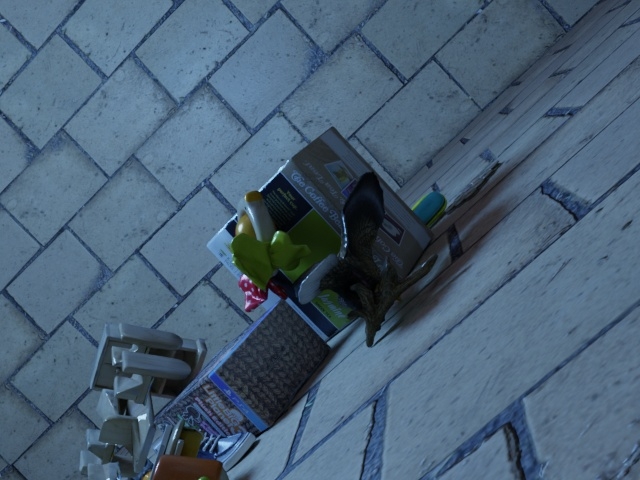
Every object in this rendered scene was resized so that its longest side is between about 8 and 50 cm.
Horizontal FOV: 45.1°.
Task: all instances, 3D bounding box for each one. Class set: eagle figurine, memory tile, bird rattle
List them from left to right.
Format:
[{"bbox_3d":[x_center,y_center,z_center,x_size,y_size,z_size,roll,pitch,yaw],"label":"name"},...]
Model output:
[{"bbox_3d":[-0.108,0.013,1.491,0.143,0.207,0.253,-15,-12,-8],"label":"bird rattle"},{"bbox_3d":[0.057,0.039,1.326,0.226,0.225,0.298,-22,38,-4],"label":"eagle figurine"},{"bbox_3d":[0.348,-0.122,1.760,0.148,0.012,0.113,-45,3,-34],"label":"memory tile"}]

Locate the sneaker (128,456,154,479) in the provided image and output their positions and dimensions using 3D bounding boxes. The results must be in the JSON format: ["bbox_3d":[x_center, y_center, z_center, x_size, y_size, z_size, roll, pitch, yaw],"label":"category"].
[{"bbox_3d":[-0.487,0.613,2.068,0.084,0.083,0.215,-47,2,-28],"label":"sneaker"}]

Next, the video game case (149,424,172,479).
[{"bbox_3d":[-0.258,0.358,1.223,0.087,0.011,0.122,115,171,-68],"label":"video game case"}]

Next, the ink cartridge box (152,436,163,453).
[{"bbox_3d":[-0.296,0.447,1.976,0.296,0.066,0.261,-45,2,-20],"label":"ink cartridge box"}]

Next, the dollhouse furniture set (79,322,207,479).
[{"bbox_3d":[-0.391,0.375,1.804,0.394,0.256,0.362,-128,55,-63],"label":"dollhouse furniture set"}]

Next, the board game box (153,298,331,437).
[{"bbox_3d":[-0.157,0.286,1.519,0.291,0.141,0.232,-42,3,44],"label":"board game box"}]

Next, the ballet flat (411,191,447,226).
[{"bbox_3d":[0.209,-0.023,1.817,0.231,0.077,0.077,-41,-19,-9],"label":"ballet flat"}]

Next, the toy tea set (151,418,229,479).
[{"bbox_3d":[-0.190,0.387,1.158,0.336,0.124,0.200,-111,38,-84],"label":"toy tea set"}]

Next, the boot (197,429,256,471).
[{"bbox_3d":[-0.198,0.372,1.374,0.190,0.086,0.069,-42,3,34],"label":"boot"}]

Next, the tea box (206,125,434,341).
[{"bbox_3d":[0.000,0.000,1.648,0.323,0.329,0.220,-41,3,36],"label":"tea box"}]
